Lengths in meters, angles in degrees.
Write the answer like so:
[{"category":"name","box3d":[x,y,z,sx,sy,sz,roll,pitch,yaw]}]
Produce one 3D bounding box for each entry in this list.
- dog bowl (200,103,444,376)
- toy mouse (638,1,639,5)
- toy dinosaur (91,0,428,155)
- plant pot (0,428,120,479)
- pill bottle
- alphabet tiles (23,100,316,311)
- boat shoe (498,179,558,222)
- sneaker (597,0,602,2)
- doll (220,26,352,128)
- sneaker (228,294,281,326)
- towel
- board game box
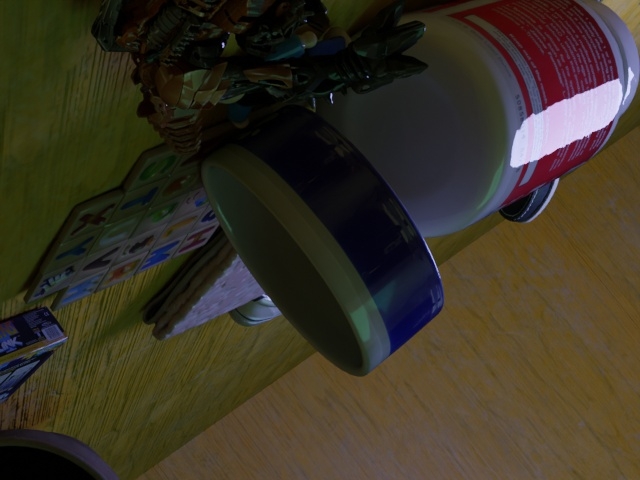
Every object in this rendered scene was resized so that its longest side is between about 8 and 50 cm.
[{"category":"dog bowl","box3d":[0.000,0.000,1.395,0.104,0.265,0.265,-37,171,-15]},{"category":"toy mouse","box3d":[0.525,-0.416,2.150,0.161,0.031,0.143,-28,166,-45]},{"category":"toy dinosaur","box3d":[-0.066,-0.161,0.999,0.218,0.164,0.322,-17,-179,-24]},{"category":"plant pot","box3d":[-0.393,0.387,1.921,0.323,0.323,0.280,-38,-173,5]},{"category":"pill bottle","box3d":[0.194,-0.160,1.556,0.407,0.229,0.229,-25,164,-51]},{"category":"alphabet tiles","box3d":[-0.150,-0.038,1.482,0.342,0.011,0.285,-26,163,-42]},{"category":"boat shoe","box3d":[0.309,-0.162,2.120,0.091,0.114,0.303,-17,123,-49]},{"category":"sneaker","box3d":[0.329,-0.321,1.798,0.144,0.059,0.053,-34,172,-18]},{"category":"doll","box3d":[-0.042,-0.151,1.293,0.129,0.046,0.189,-45,169,31]},{"category":"sneaker","box3d":[-0.027,0.060,2.194,0.258,0.094,0.091,-29,172,-39]},{"category":"towel","box3d":[-0.055,-0.011,1.890,0.332,0.053,0.317,-45,167,36]},{"category":"board game box","box3d":[-0.369,0.144,1.488,0.141,0.048,0.170,-41,171,29]}]
